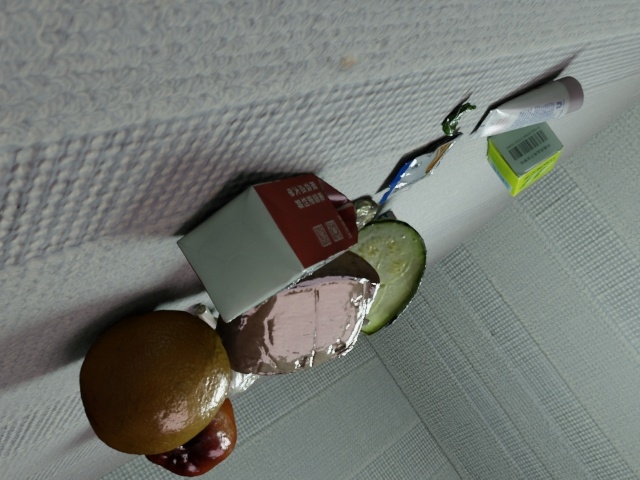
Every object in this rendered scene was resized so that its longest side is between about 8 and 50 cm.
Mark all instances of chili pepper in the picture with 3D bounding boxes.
[{"bbox_3d":[0.259,-0.233,1.233,0.091,0.034,0.030,-52,-168,51],"label":"chili pepper"}]

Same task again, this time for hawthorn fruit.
[{"bbox_3d":[-0.383,0.547,1.911,0.295,0.295,0.311,-35,164,1],"label":"hawthorn fruit"}]

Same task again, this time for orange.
[{"bbox_3d":[-0.284,0.238,1.129,0.264,0.264,0.264,-33,167,-8],"label":"orange"}]

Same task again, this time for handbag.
[{"bbox_3d":[-0.063,-0.004,1.016,0.171,0.151,0.298,-34,177,24],"label":"handbag"}]

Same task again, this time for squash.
[{"bbox_3d":[0.138,0.080,1.624,0.210,0.234,0.309,-64,-172,-27],"label":"squash"}]

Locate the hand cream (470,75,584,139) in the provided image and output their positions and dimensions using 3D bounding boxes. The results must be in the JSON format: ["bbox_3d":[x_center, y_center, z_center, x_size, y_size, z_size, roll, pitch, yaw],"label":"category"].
[{"bbox_3d":[0.456,-0.290,1.439,0.248,0.083,0.133,-20,163,-15],"label":"hand cream"}]

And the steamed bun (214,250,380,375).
[{"bbox_3d":[-0.058,0.110,1.265,0.301,0.199,0.251,-4,123,-27],"label":"steamed bun"}]

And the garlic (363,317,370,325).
[{"bbox_3d":[0.055,0.117,1.523,0.127,0.194,0.131,-39,164,-1],"label":"garlic"}]

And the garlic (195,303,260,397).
[{"bbox_3d":[-0.227,0.222,1.400,0.219,0.219,0.212,-26,131,-34],"label":"garlic"}]

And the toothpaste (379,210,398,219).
[{"bbox_3d":[0.170,-0.021,1.740,0.040,0.047,0.196,-28,166,-14],"label":"toothpaste"}]

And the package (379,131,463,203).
[{"bbox_3d":[0.214,-0.155,1.396,0.173,0.027,0.171,-32,168,-27],"label":"package"}]

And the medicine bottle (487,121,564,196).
[{"bbox_3d":[0.519,-0.223,1.671,0.137,0.141,0.250,-33,168,7],"label":"medicine bottle"}]

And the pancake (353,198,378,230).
[{"bbox_3d":[0.000,0.000,1.426,0.288,0.033,0.286,-40,165,21],"label":"pancake"}]
